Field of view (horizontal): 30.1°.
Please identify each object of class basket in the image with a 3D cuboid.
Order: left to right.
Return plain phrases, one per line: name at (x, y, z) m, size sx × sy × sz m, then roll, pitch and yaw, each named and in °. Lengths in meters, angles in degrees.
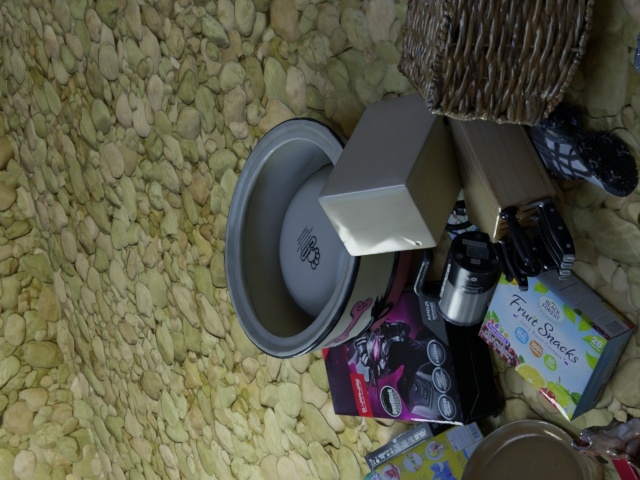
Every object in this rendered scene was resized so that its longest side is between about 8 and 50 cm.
basket at (0.244, -0.329, 1.634) m, size 0.223 × 0.213 × 0.299 m, roll -108°, pitch 23°, yaw -67°

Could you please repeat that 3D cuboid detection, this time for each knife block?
knife block at (0.275, -0.075, 1.688) m, size 0.242 × 0.088 × 0.276 m, roll -137°, pitch 33°, yaw -73°

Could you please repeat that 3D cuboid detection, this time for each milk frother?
milk frother at (0.221, 0.031, 1.854) m, size 0.129 × 0.143 × 0.135 m, roll 23°, pitch 141°, yaw 11°

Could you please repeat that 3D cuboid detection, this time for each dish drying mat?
dish drying mat at (0.465, 0.358, 1.782) m, size 0.032 × 0.008 × 0.083 m, roll -44°, pitch 68°, yaw 52°

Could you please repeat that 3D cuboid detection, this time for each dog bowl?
dog bowl at (0.000, 0.000, 2.046) m, size 0.408 × 0.150 × 0.408 m, roll -13°, pitch 74°, yaw 53°

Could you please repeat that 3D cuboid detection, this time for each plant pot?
plant pot at (0.324, 0.400, 1.877) m, size 0.236 × 0.032 × 0.236 m, roll -20°, pitch 56°, yaw 33°

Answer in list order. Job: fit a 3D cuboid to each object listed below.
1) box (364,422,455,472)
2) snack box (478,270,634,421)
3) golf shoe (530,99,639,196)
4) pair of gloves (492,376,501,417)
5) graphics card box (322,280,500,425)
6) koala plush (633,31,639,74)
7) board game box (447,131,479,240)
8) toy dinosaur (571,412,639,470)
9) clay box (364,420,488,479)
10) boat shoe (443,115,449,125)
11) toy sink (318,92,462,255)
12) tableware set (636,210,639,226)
box at (0.192, 0.429, 2.146) m, size 0.183 × 0.056 × 0.231 m, roll 62°, pitch 144°, yaw 12°
snack box at (0.348, 0.136, 1.787) m, size 0.207 × 0.070 × 0.174 m, roll 44°, pitch 137°, yaw 32°
golf shoe at (0.365, -0.113, 1.660) m, size 0.198 × 0.077 × 0.094 m, roll 53°, pitch 151°, yaw 37°
pair of gloves at (0.272, 0.256, 1.997) m, size 0.083 × 0.010 × 0.074 m, roll 12°, pitch 110°, yaw 53°
graphics card box at (0.139, 0.193, 2.073) m, size 0.371 × 0.094 × 0.233 m, roll -6°, pitch 96°, yaw 54°
koala plush at (0.492, -0.207, 1.352) m, size 0.221 × 0.203 × 0.196 m, roll 42°, pitch 137°, yaw 19°
board game box at (0.215, -0.083, 1.907) m, size 0.154 × 0.026 × 0.103 m, roll 63°, pitch 144°, yaw 13°
toy dinosaur at (0.509, 0.293, 1.604) m, size 0.295 × 0.127 × 0.200 m, roll 37°, pitch 141°, yaw 23°
clay box at (0.197, 0.403, 2.020) m, size 0.222 × 0.053 × 0.127 m, roll -30°, pitch 77°, yaw 14°
boat shoe at (0.223, -0.182, 1.839) m, size 0.125 × 0.046 × 0.038 m, roll -4°, pitch 97°, yaw 46°
toy sink at (0.124, -0.101, 1.805) m, size 0.152 × 0.234 × 0.131 m, roll -8°, pitch 129°, yaw 33°
tableware set at (0.465, -0.052, 1.560) m, size 0.154 × 0.024 × 0.104 m, roll 122°, pitch 139°, yaw -57°
